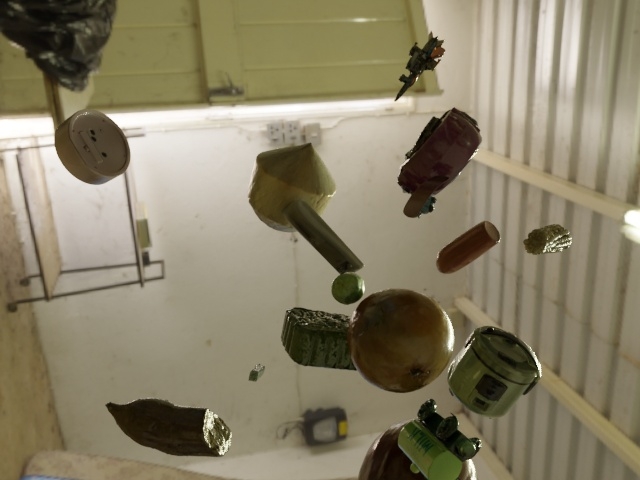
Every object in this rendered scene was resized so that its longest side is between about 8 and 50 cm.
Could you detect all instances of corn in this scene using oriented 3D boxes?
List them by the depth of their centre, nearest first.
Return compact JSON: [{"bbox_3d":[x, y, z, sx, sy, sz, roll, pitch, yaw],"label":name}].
[{"bbox_3d":[0.627,-0.004,1.700,0.087,0.211,0.087,1,-89,41],"label":"corn"}]

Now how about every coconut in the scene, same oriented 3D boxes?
[{"bbox_3d":[0.070,0.122,1.560,0.096,0.088,0.087,11,70,-70],"label":"coconut"},{"bbox_3d":[-0.093,-0.194,2.112,0.329,0.329,0.328,174,-90,-77],"label":"coconut"}]

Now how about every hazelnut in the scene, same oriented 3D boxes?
[{"bbox_3d":[0.275,0.716,1.825,0.366,0.366,0.365,174,-90,-77],"label":"hazelnut"}]

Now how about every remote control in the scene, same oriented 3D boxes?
[{"bbox_3d":[0.000,0.000,1.980,0.313,0.055,0.109,47,-41,-7],"label":"remote control"}]

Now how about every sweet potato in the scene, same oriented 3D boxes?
[{"bbox_3d":[-0.442,0.542,1.780,0.158,0.370,0.157,-170,-90,-89],"label":"sweet potato"}]

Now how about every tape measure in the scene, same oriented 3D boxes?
[{"bbox_3d":[0.304,-0.226,1.615,0.149,0.231,0.245,42,-42,-1],"label":"tape measure"}]

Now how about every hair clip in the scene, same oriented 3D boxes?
[{"bbox_3d":[0.246,-0.108,1.439,0.054,0.137,0.022,26,-20,52],"label":"hair clip"}]

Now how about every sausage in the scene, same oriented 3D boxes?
[{"bbox_3d":[0.531,0.033,2.249,0.259,0.114,0.113,-39,-131,31],"label":"sausage"}]

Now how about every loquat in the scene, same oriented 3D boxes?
[{"bbox_3d":[0.197,0.245,1.513,0.263,0.263,0.263,174,-90,-77],"label":"loquat"}]

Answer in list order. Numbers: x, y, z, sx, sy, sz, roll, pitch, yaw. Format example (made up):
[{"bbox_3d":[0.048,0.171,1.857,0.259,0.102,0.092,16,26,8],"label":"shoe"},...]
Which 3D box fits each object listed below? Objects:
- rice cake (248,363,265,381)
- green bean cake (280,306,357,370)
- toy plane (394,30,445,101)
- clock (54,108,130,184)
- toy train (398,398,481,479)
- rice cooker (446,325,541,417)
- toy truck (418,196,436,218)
[{"bbox_3d":[-0.126,0.262,1.216,0.121,0.022,0.022,77,31,-84],"label":"rice cake"},{"bbox_3d":[0.016,0.283,1.783,0.222,0.248,0.124,-140,-118,-74],"label":"green bean cake"},{"bbox_3d":[0.233,-0.429,1.518,0.188,0.062,0.135,-46,-142,17],"label":"toy plane"},{"bbox_3d":[-0.614,-0.252,1.658,0.197,0.068,0.196,35,44,-43],"label":"clock"},{"bbox_3d":[0.260,0.464,1.390,0.105,0.157,0.253,42,-6,-9],"label":"toy train"},{"bbox_3d":[0.502,0.376,1.772,0.244,0.226,0.226,-61,-152,23],"label":"rice cooker"},{"bbox_3d":[0.355,-0.143,2.087,0.074,0.063,0.136,-39,-159,54],"label":"toy truck"}]
